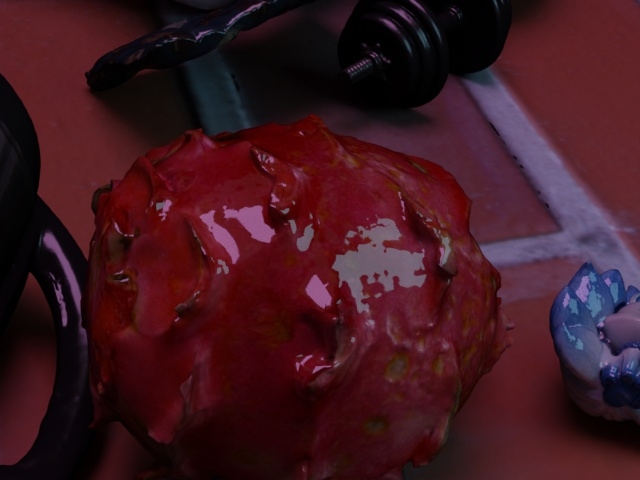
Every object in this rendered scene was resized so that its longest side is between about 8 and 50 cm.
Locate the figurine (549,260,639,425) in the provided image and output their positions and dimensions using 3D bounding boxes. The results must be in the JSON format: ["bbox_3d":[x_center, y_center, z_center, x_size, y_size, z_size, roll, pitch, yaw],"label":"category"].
[{"bbox_3d":[0.179,0.058,0.770,0.114,0.079,0.114,16,46,-18],"label":"figurine"}]

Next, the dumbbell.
[{"bbox_3d":[0.085,-0.167,1.069,0.099,0.099,0.208,27,42,31],"label":"dumbbell"}]

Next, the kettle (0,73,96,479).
[{"bbox_3d":[-0.266,0.042,0.721,0.207,0.251,0.271,-21,37,23],"label":"kettle"}]

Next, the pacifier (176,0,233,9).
[{"bbox_3d":[-0.132,-0.329,1.201,0.332,0.273,0.220,28,60,33],"label":"pacifier"}]

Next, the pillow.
[{"bbox_3d":[-0.053,-0.181,1.048,0.255,0.034,0.189,-26,11,-24],"label":"pillow"}]

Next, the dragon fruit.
[{"bbox_3d":[0.000,0.039,0.700,0.210,0.205,0.268,-20,-22,41],"label":"dragon fruit"}]
